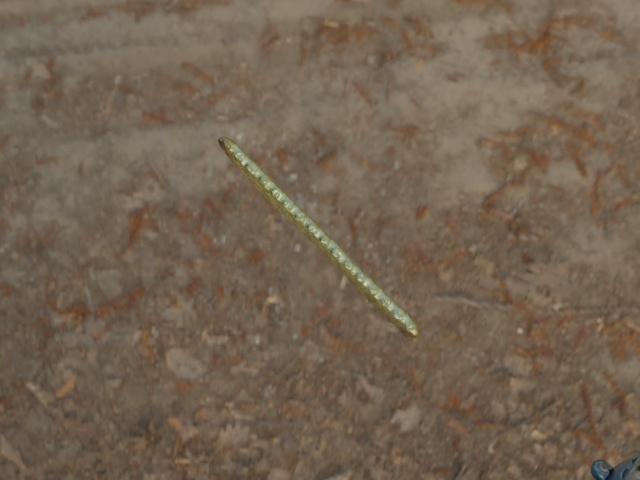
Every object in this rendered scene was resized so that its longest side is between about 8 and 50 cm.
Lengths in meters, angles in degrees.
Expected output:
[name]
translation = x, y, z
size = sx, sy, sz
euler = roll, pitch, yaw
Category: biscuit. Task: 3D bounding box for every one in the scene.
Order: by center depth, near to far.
[biscuit]
translation = 0.000, 0.000, 1.020
size = 0.231, 0.139, 0.016
euler = 44, 88, 3

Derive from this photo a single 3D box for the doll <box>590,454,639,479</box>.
[doll]
translation = 0.230, 0.192, 0.731
size = 0.152, 0.085, 0.114
euler = 43, 40, 14
